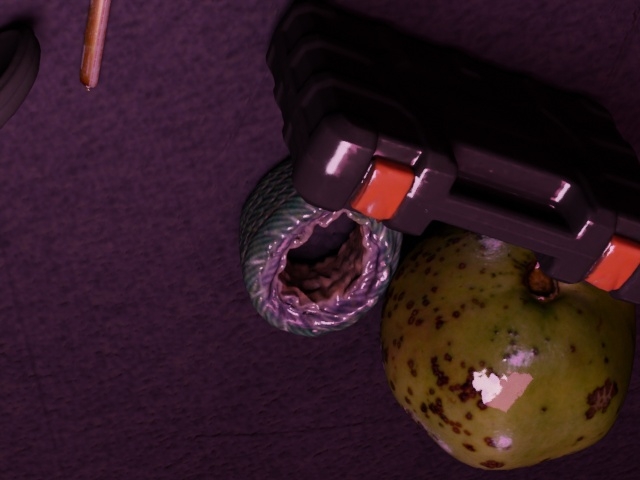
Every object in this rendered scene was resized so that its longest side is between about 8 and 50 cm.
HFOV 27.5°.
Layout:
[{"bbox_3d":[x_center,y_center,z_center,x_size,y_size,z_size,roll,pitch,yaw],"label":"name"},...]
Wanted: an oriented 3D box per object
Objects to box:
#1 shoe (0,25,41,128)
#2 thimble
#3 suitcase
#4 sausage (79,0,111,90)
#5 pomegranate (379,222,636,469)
[{"bbox_3d":[-0.310,-0.095,0.880,0.241,0.108,0.093,-23,128,8],"label":"shoe"},{"bbox_3d":[0.000,0.002,1.018,0.118,0.090,0.135,30,112,-25],"label":"thimble"},{"bbox_3d":[0.106,-0.065,0.925,0.285,0.206,0.066,17,122,-20],"label":"suitcase"},{"bbox_3d":[-0.159,-0.151,0.929,0.015,0.015,0.100,6,121,-15],"label":"sausage"},{"bbox_3d":[0.144,0.086,1.058,0.214,0.214,0.248,-1,158,-11],"label":"pomegranate"}]
